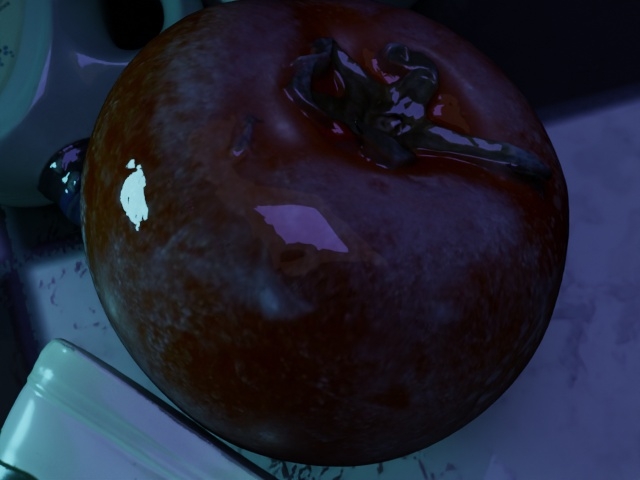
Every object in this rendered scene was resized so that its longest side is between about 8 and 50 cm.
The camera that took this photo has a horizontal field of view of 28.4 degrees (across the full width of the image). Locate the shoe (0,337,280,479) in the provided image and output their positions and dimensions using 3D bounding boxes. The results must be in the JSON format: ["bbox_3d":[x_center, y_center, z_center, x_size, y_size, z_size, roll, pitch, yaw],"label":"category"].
[{"bbox_3d":[-0.062,0.163,0.658,0.265,0.095,0.110,35,83,13],"label":"shoe"}]

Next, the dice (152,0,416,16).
[{"bbox_3d":[-0.030,-0.240,0.860,0.192,0.194,0.193,-34,68,-20],"label":"dice"}]

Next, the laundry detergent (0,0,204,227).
[{"bbox_3d":[-0.184,-0.122,0.820,0.215,0.105,0.280,-39,65,1],"label":"laundry detergent"}]

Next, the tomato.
[{"bbox_3d":[0.000,0.000,0.700,0.270,0.227,0.270,15,43,-15],"label":"tomato"}]
